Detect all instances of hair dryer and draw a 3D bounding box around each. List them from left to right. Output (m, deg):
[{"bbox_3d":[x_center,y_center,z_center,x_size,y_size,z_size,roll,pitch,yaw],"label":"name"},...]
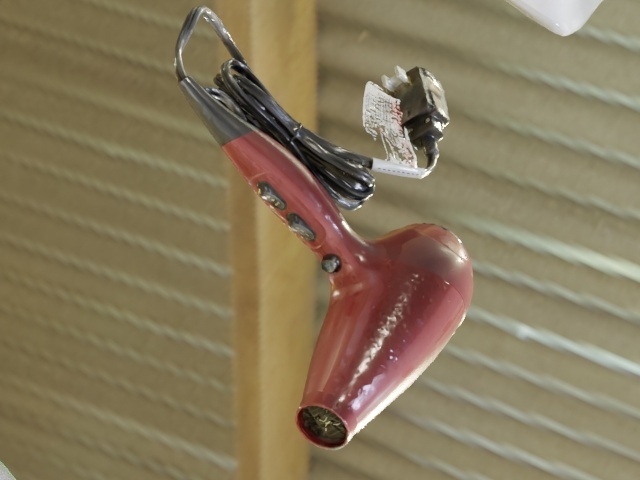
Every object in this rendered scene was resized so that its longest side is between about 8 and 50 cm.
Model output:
[{"bbox_3d":[0.000,0.000,1.178,0.223,0.293,0.080,9,-33,-31],"label":"hair dryer"}]

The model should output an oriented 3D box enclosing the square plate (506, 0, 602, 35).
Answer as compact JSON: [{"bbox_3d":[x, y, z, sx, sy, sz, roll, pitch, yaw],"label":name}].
[{"bbox_3d":[-0.004,-0.217,0.776,0.344,0.347,0.049,35,-70,5],"label":"square plate"}]

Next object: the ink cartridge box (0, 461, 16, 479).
[{"bbox_3d":[-0.266,0.243,1.174,0.117,0.201,0.278,51,-16,-6],"label":"ink cartridge box"}]
